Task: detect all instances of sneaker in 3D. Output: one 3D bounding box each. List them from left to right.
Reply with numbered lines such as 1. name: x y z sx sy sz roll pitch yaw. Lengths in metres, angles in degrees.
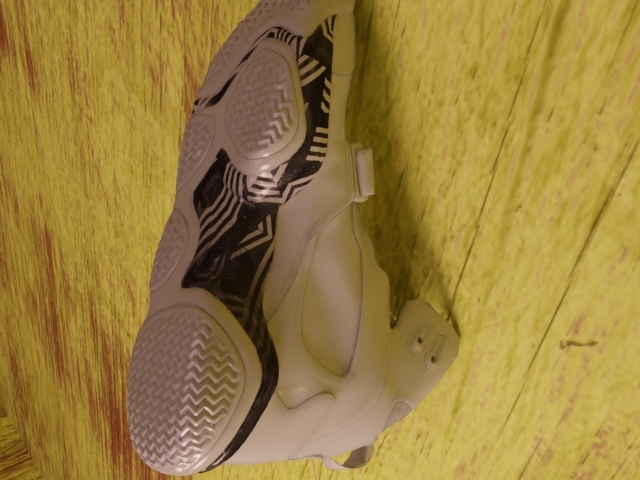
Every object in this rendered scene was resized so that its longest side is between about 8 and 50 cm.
1. sneaker: 0.000 0.000 0.658 0.137 0.210 0.366 9 82 55
